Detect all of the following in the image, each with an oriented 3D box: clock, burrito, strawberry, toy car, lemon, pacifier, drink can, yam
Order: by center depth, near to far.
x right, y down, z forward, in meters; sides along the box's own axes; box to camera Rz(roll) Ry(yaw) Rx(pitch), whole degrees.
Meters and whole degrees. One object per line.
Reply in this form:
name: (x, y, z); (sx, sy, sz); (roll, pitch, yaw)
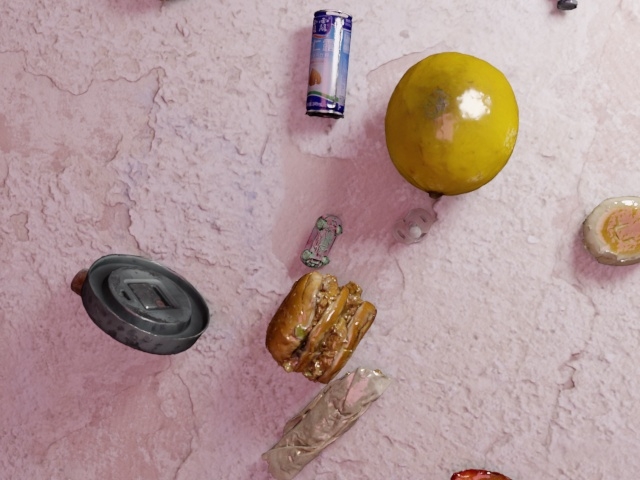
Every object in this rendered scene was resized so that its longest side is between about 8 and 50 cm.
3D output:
lemon: (0.273, -0.242, 1.230); (0.297, 0.297, 0.297); (1, 94, 13)
pacifier: (0.219, -0.025, 1.358); (0.099, 0.078, 0.081); (-39, 106, 11)
strawberry: (0.372, 0.590, 1.360); (0.187, 0.082, 0.146); (-23, 94, 7)
drink can: (0.020, -0.409, 1.369); (0.097, 0.097, 0.235); (6, 96, 12)
clock: (-0.414, 0.149, 1.395); (0.312, 0.312, 0.061); (37, 109, 8)
toy car: (0.000, 0.000, 1.417); (0.055, 0.069, 0.142); (35, 103, 48)
burrito: (0.007, 0.442, 1.432); (0.117, 0.076, 0.392); (45, 102, 8)
yam: (-0.586, 0.139, 1.550); (0.141, 0.079, 0.079); (29, 99, 10)

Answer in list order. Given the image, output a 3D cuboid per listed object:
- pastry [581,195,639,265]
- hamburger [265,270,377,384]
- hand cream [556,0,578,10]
pastry: (0.648, -0.020, 1.256); (0.166, 0.088, 0.165); (1, 95, 15)
hamburger: (-0.008, 0.211, 1.353); (0.211, 0.245, 0.260); (33, 139, 0)
hand cream: (0.552, -0.638, 1.259); (0.091, 0.058, 0.271); (10, 90, 9)
